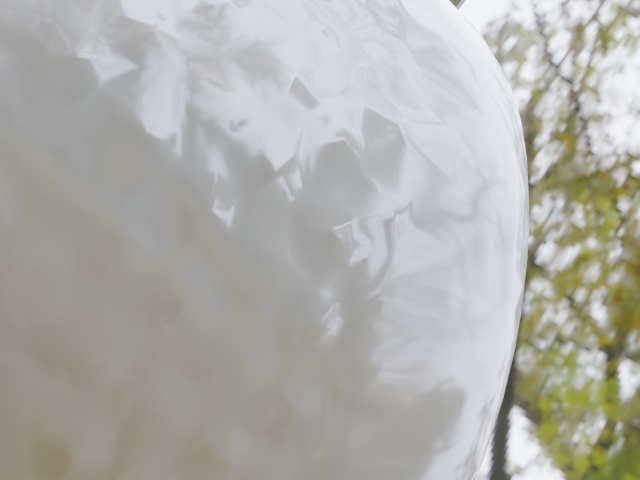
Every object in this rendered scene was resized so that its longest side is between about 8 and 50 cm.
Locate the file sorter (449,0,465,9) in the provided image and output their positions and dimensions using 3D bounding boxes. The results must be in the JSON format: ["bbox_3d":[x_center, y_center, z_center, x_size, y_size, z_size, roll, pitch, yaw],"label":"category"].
[{"bbox_3d":[0.050,-0.294,1.080,0.278,0.193,0.173,-52,-129,14],"label":"file sorter"}]

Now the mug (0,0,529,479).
[{"bbox_3d":[-0.143,0.024,0.539,0.328,0.276,0.374,11,-47,-17],"label":"mug"}]
